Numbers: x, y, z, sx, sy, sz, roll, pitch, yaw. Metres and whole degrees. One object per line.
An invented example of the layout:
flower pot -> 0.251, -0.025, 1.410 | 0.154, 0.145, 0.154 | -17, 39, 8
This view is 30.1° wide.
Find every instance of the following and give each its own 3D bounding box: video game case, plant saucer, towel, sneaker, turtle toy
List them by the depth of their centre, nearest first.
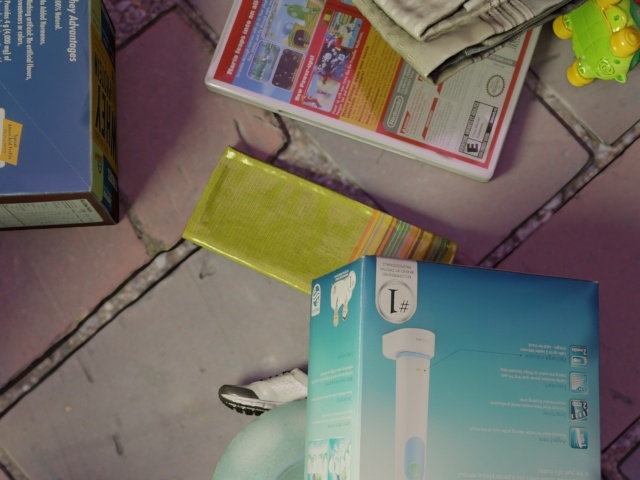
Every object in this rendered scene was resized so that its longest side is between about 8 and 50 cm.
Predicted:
plant saucer -> 0.000, 0.234, 1.025 | 0.195, 0.037, 0.195 | 0, 89, -7
sneaker -> -0.037, 0.135, 1.065 | 0.109, 0.040, 0.043 | 6, 72, -7
towel -> 0.142, -0.315, 1.080 | 0.312, 0.056, 0.324 | -29, 58, -11
towel -> 0.000, 0.000, 1.087 | 0.237, 0.021, 0.102 | 24, 74, 8
turtle toy -> 0.270, -0.209, 1.114 | 0.066, 0.095, 0.130 | -9, 79, -25
video game case -> 0.057, -0.193, 1.134 | 0.285, 0.025, 0.204 | 19, 79, 3

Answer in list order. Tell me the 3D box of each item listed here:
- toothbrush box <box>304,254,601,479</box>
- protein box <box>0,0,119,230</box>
toothbrush box -> 0.106, 0.175, 0.971 | 0.216, 0.126, 0.295 | 6, 76, -19
protein box -> -0.291, -0.117, 1.058 | 0.201, 0.136, 0.200 | -3, 79, -1
